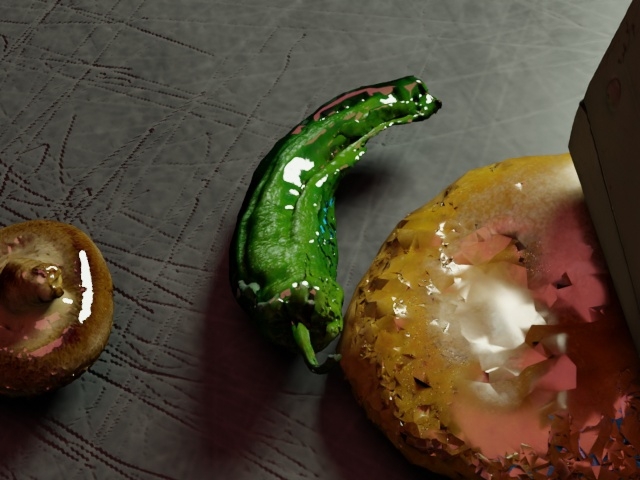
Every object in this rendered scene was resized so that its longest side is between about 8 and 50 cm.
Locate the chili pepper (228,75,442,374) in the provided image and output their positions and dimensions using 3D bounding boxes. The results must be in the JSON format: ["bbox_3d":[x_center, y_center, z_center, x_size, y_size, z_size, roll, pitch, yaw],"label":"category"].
[{"bbox_3d":[0.000,0.000,1.076,0.122,0.065,0.278,-22,36,33],"label":"chili pepper"}]

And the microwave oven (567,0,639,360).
[{"bbox_3d":[0.377,-0.073,0.917,0.394,0.333,0.247,-2,57,-13],"label":"microwave oven"}]

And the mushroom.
[{"bbox_3d":[-0.183,0.043,1.062,0.109,0.085,0.126,-21,45,35],"label":"mushroom"}]

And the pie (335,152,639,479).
[{"bbox_3d":[0.146,0.053,1.031,0.273,0.069,0.273,-4,56,5],"label":"pie"}]
